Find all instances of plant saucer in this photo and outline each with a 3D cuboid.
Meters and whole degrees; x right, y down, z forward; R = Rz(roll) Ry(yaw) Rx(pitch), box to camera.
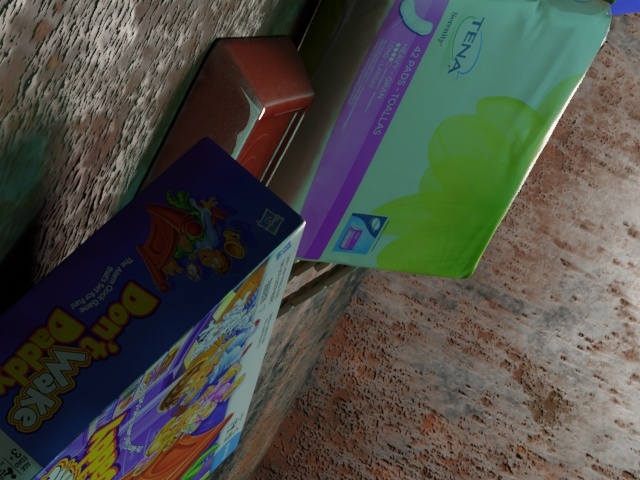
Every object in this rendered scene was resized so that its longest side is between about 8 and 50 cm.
[{"bbox_3d":[-0.085,-0.022,1.298,0.259,0.048,0.258,-63,175,11],"label":"plant saucer"}]

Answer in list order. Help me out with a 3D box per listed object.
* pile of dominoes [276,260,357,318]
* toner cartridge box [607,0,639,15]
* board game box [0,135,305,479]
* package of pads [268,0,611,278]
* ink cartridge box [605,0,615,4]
[{"bbox_3d":[0.000,0.000,2.028,0.251,0.040,0.196,-33,-163,43],"label":"pile of dominoes"},{"bbox_3d":[0.319,-0.426,1.863,0.165,0.075,0.347,101,-17,-76],"label":"toner cartridge box"},{"bbox_3d":[-0.137,0.115,1.087,0.233,0.078,0.347,-43,167,-26],"label":"board game box"},{"bbox_3d":[0.085,-0.109,1.503,0.296,0.229,0.101,-64,-143,29],"label":"package of pads"},{"bbox_3d":[0.151,-0.267,1.359,0.062,0.209,0.109,-60,175,-11],"label":"ink cartridge box"}]
